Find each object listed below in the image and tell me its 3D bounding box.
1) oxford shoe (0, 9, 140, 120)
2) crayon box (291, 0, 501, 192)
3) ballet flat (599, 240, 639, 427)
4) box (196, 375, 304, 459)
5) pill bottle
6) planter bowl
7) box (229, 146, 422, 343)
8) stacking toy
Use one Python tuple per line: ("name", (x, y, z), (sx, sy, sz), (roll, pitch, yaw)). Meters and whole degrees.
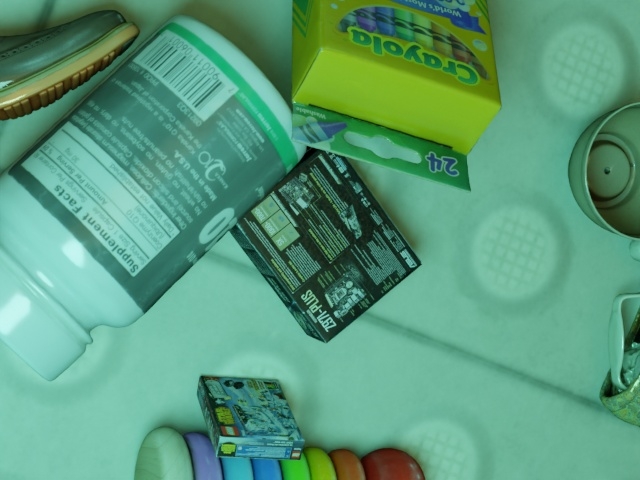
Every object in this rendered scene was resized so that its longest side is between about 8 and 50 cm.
("oxford shoe", (-0.363, -0.178, 1.269), (0.363, 0.130, 0.133), (-24, 92, -15))
("crayon box", (0.077, -0.216, 1.320), (0.203, 0.083, 0.323), (15, 47, -17))
("ballet flat", (0.421, 0.058, 1.529), (0.123, 0.123, 0.349), (15, 90, -17))
("box", (-0.079, 0.193, 1.368), (0.093, 0.137, 0.027), (6, 110, -17))
("pill bottle", (-0.205, -0.042, 1.281), (0.361, 0.204, 0.204), (-45, 104, -10))
("planter bowl", (0.364, -0.083, 1.501), (0.162, 0.109, 0.162), (-1, 93, -16))
("box", (0.000, 0.000, 1.411), (0.147, 0.077, 0.180), (-40, 103, -11))
("stacking toy", (-0.036, 0.280, 1.403), (0.330, 0.141, 0.141), (4, 92, -24))
